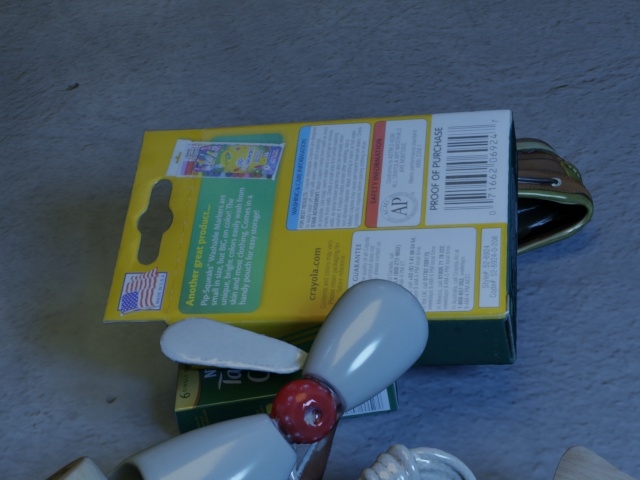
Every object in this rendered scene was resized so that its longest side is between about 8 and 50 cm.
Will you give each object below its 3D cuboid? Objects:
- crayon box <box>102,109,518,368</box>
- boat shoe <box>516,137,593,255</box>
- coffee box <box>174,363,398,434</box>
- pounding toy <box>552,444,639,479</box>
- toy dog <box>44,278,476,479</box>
[{"bbox_3d":[0.000,0.000,1.066,0.322,0.083,0.203,-2,56,12],"label":"crayon box"},{"bbox_3d":[0.098,-0.019,1.166,0.307,0.111,0.104,-18,33,-9],"label":"boat shoe"},{"bbox_3d":[-0.030,0.109,1.081,0.184,0.040,0.113,-9,34,5],"label":"coffee box"},{"bbox_3d":[0.248,0.190,0.766,0.154,0.155,0.269,-38,41,-27],"label":"pounding toy"},{"bbox_3d":[-0.071,0.165,0.911,0.333,0.220,0.161,-19,2,-23],"label":"toy dog"}]
